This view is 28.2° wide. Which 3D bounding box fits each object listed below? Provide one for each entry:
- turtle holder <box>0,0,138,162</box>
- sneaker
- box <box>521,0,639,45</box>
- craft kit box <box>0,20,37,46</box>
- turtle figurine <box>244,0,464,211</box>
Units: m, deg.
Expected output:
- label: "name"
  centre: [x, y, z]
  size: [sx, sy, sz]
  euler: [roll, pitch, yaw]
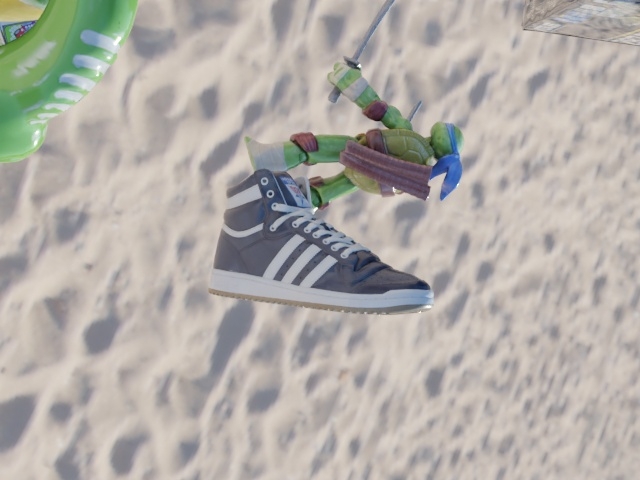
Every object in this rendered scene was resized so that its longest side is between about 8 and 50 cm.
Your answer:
- label: "turtle holder"
  centre: [-0.189, -0.229, 0.796]
  size: [0.320, 0.227, 0.243]
  euler: [67, 29, -13]
- label: "sneaker"
  centre: [0.000, 0.000, 1.429]
  size: [0.099, 0.282, 0.153]
  euler: [8, 88, -60]
- label: "box"
  centre: [0.446, -0.303, 1.586]
  size: [0.395, 0.318, 0.097]
  euler: [-128, -133, -85]
- label: "craft kit box"
  centre: [-0.339, -0.299, 1.197]
  size: [0.061, 0.250, 0.247]
  euler: [-26, 134, -19]
- label: "turtle figurine"
  centre: [0.038, -0.135, 1.666]
  size: [0.198, 0.266, 0.275]
  euler: [78, -7, -71]
